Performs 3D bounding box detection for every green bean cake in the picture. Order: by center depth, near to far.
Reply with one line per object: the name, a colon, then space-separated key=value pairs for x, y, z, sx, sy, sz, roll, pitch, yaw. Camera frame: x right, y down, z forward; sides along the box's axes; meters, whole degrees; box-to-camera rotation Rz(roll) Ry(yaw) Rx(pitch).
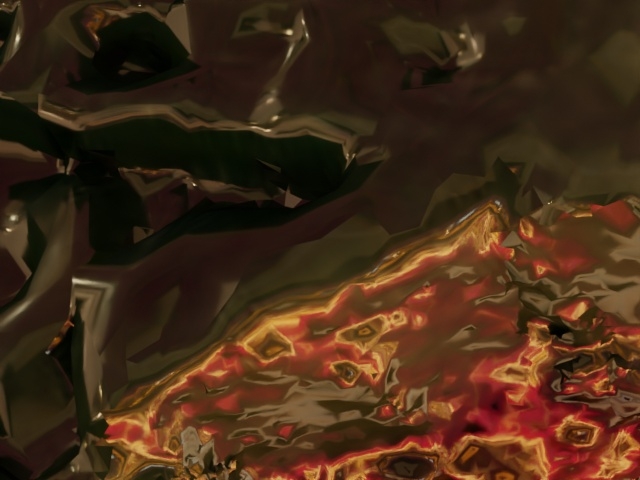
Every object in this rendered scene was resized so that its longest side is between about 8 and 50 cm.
green bean cake: x=0.000 y=0.000 z=0.457 sx=0.307 sy=0.169 sz=0.300 roll=7 pitch=-112 yaw=28
